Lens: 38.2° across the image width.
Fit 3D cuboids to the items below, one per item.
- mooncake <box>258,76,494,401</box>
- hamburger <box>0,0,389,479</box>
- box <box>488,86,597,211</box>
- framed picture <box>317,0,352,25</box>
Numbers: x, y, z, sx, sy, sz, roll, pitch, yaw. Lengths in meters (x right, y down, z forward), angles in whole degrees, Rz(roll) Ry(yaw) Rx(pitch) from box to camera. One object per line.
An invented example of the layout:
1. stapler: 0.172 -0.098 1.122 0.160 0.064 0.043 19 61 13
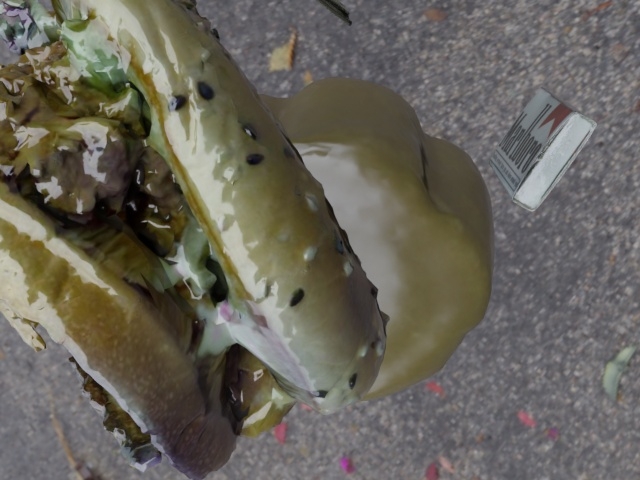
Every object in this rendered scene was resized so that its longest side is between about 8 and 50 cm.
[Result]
1. mooncake: 0.000 0.000 1.262 0.467 0.262 0.467 4 130 5
2. hamburger: -0.118 -0.024 0.553 0.318 0.195 0.276 44 164 49
3. box: 0.242 -0.107 1.037 0.036 0.177 0.115 32 105 -8
4. framed picture: -0.096 -0.279 0.769 0.252 0.197 0.014 43 102 23
